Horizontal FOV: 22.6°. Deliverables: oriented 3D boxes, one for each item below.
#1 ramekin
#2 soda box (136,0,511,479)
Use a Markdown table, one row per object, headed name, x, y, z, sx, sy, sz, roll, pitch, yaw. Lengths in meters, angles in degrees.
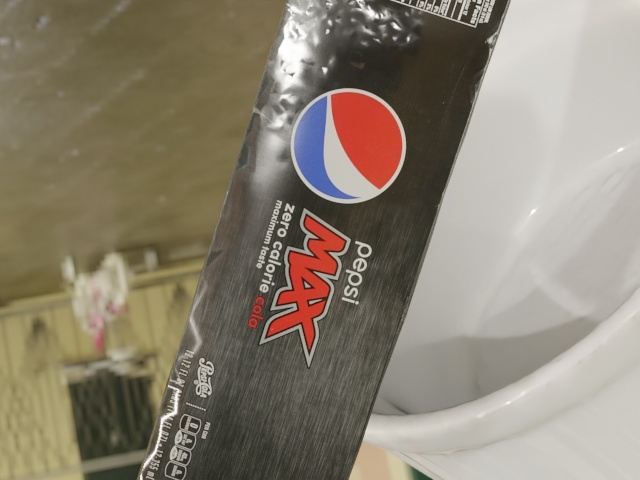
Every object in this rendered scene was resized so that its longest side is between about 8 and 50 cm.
| name | x | y | z | sx | sy | sz | roll | pitch | yaw |
| --- | --- | --- | --- | --- | --- | --- | --- | --- | --- |
| ramekin | 0.122 | 0.005 | 0.762 | 0.277 | 0.277 | 0.135 | -18 | 133 | 41 |
| soda box | 0.000 | 0.000 | 0.422 | 0.053 | 0.169 | 0.060 | 19 | -169 | 0 |
